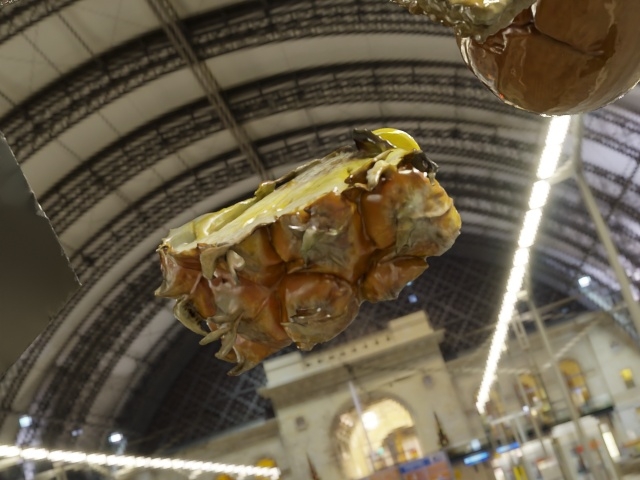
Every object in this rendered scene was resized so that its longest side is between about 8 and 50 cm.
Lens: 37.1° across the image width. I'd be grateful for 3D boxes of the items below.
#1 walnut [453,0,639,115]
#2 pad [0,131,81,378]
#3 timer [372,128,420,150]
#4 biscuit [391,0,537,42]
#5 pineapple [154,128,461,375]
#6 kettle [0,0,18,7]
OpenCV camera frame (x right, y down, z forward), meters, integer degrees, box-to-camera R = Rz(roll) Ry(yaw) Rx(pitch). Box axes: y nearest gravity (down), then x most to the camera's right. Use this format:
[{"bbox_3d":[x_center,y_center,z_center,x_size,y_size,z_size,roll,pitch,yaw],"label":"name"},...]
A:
[{"bbox_3d":[0.213,-0.239,0.813,0.203,0.203,0.298,-14,-43,-14],"label":"walnut"},{"bbox_3d":[-0.407,0.067,1.048,0.007,0.248,0.368,0,36,25],"label":"pad"},{"bbox_3d":[0.097,-0.112,1.394,0.107,0.107,0.109,-17,-10,-1],"label":"timer"},{"bbox_3d":[0.043,-0.170,0.465,0.131,0.231,0.025,-38,-41,-15],"label":"biscuit"},{"bbox_3d":[0.000,0.000,0.665,0.236,0.115,0.186,-22,20,29],"label":"pineapple"},{"bbox_3d":[-0.492,-0.443,1.281,0.324,0.321,0.228,12,-20,20],"label":"kettle"}]
